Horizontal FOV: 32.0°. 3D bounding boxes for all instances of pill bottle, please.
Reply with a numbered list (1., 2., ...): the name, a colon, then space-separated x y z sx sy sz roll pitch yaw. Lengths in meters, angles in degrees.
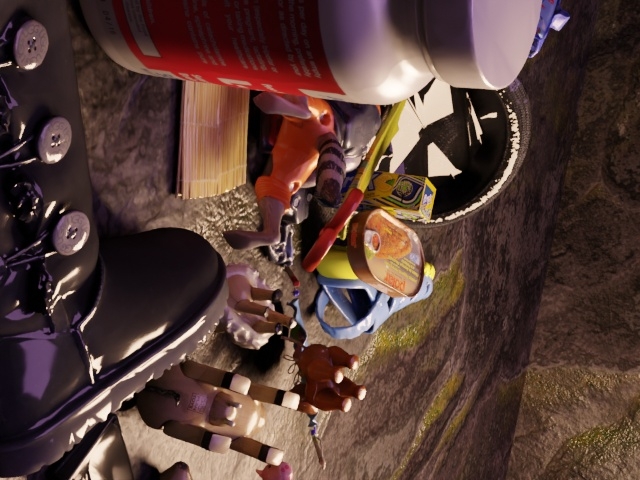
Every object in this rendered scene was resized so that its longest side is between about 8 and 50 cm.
1. pill bottle: -0.010 -0.251 1.054 0.229 0.408 0.229 -30 126 -53

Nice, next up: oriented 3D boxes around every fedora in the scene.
1. fedora: 0.170 -0.186 1.762 0.152 0.334 0.334 -102 180 -51

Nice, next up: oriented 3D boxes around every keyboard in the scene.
1. keyboard: -0.245 0.364 1.221 0.201 0.033 0.317 -59 148 -53

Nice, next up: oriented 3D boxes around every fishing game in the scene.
1. fishing game: -0.031 0.168 1.544 0.189 0.041 0.264 -126 -153 -79

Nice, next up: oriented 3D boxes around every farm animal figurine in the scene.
1. farm animal figurine: -0.113 0.232 1.333 0.326 0.172 0.330 51 58 -44

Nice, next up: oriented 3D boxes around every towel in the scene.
1. towel: 0.075 -0.113 1.554 0.102 0.021 0.237 111 5 -52

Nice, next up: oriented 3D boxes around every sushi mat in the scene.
1. sushi mat: -0.121 -0.209 1.320 0.151 0.019 0.316 -20 117 -65

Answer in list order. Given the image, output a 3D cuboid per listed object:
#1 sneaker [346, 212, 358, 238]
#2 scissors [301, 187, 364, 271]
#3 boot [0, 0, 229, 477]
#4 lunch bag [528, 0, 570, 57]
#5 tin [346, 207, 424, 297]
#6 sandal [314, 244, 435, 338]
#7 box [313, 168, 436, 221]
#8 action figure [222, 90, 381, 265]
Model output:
1. sneaker: 0.050 -0.027 1.747 0.083 0.031 0.035 74 16 -44
2. scissors: 0.000 0.000 1.368 0.109 0.021 0.297 -58 -177 -10
3. boot: -0.231 -0.074 0.992 0.367 0.146 0.445 -51 138 -52
4. lunch bag: 0.237 -0.389 1.683 0.138 0.293 0.221 -60 -177 43
5. tin: 0.096 0.022 1.624 0.190 0.040 0.106 32 55 -53
6. sandal: 0.077 0.082 1.759 0.317 0.126 0.138 4 95 -57
7. box: 0.078 -0.070 1.632 0.059 0.169 0.054 37 64 -65
8. action figure: -0.006 -0.094 1.418 0.330 0.179 0.341 -50 145 -58
